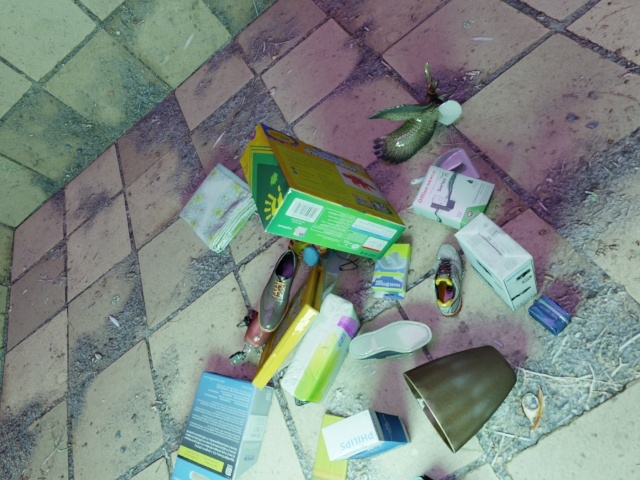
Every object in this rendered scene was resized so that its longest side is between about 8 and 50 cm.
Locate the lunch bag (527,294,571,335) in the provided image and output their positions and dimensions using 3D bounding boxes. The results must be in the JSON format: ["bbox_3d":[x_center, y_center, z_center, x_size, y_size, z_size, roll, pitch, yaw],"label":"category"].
[{"bbox_3d":[0.593,0.189,1.062,0.065,0.067,0.098,-44,51,3],"label":"lunch bag"}]

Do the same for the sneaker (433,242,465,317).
[{"bbox_3d":[0.379,0.107,1.214,0.088,0.092,0.225,-10,61,26],"label":"sneaker"}]

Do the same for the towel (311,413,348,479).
[{"bbox_3d":[0.035,0.639,1.192,0.102,0.021,0.237,0,65,25],"label":"towel"}]

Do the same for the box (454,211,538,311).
[{"bbox_3d":[0.463,0.065,1.063,0.087,0.290,0.169,-41,54,8],"label":"box"}]

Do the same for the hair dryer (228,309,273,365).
[{"bbox_3d":[-0.224,0.278,1.413,0.293,0.080,0.224,-38,32,29],"label":"hair dryer"}]

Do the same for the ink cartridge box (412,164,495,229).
[{"bbox_3d":[0.415,-0.129,1.287,0.208,0.087,0.153,23,83,23],"label":"ink cartridge box"}]

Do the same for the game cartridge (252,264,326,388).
[{"bbox_3d":[-0.095,0.260,1.285,0.324,0.052,0.285,-54,8,19],"label":"game cartridge"}]

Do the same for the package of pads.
[{"bbox_3d":[0.011,0.329,1.220,0.101,0.229,0.297,24,72,21],"label":"package of pads"}]

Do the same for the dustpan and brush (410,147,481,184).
[{"bbox_3d":[0.409,-0.230,1.389,0.211,0.060,0.147,-27,56,17],"label":"dustpan and brush"}]

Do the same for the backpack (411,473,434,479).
[{"bbox_3d":[0.244,0.686,0.967,0.165,0.144,0.188,30,86,32],"label":"backpack"}]

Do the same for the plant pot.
[{"bbox_3d":[0.365,0.371,1.037,0.230,0.215,0.215,-31,53,-5],"label":"plant pot"}]

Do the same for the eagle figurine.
[{"bbox_3d":[0.321,-0.434,1.459,0.298,0.226,0.225,-48,13,-20],"label":"eagle figurine"}]

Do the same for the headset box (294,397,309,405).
[{"bbox_3d":[-0.056,0.480,1.316,0.062,0.032,0.083,-27,54,15],"label":"headset box"}]

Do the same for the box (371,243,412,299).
[{"bbox_3d":[0.231,0.098,1.338,0.108,0.042,0.178,0,65,31],"label":"box"}]

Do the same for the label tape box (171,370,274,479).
[{"bbox_3d":[-0.318,0.632,1.346,0.249,0.115,0.348,1,69,31],"label":"label tape box"}]

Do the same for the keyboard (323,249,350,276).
[{"bbox_3d":[0.097,0.009,1.484,0.072,0.014,0.256,23,78,42],"label":"keyboard"}]

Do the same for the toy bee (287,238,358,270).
[{"bbox_3d":[0.000,0.000,1.444,0.298,0.195,0.162,-1,106,24],"label":"toy bee"}]

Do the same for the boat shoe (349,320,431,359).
[{"bbox_3d":[0.213,0.305,1.219,0.254,0.079,0.095,-25,58,21],"label":"boat shoe"}]

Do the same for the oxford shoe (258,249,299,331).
[{"bbox_3d":[-0.139,0.154,1.307,0.096,0.098,0.272,14,71,3],"label":"oxford shoe"}]

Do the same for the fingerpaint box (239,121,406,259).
[{"bbox_3d":[0.000,-0.150,1.315,0.163,0.444,0.371,-54,41,27],"label":"fingerpaint box"}]

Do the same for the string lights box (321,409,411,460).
[{"bbox_3d":[0.126,0.504,1.053,0.133,0.259,0.077,-29,55,14],"label":"string lights box"}]

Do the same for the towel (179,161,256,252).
[{"bbox_3d":[-0.460,-0.157,1.848,0.321,0.090,0.374,-50,52,-2],"label":"towel"}]
